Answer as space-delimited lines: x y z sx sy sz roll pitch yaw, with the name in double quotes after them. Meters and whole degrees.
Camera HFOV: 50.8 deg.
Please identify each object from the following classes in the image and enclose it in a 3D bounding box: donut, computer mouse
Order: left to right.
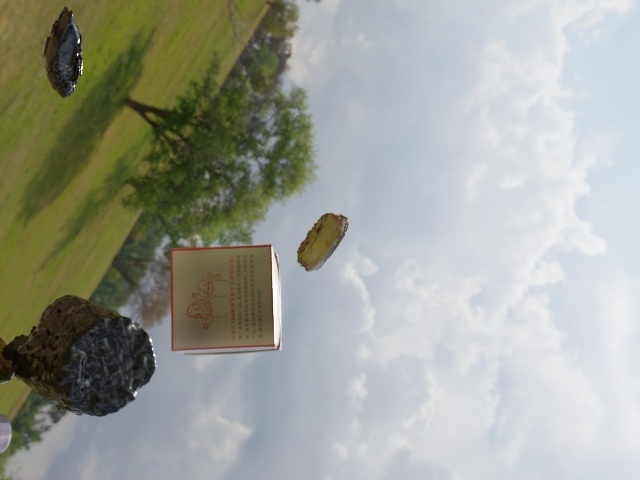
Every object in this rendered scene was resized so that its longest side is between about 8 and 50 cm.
-0.685 -0.494 1.777 0.146 0.077 0.242 32 -62 43 "computer mouse"
0.000 0.000 1.707 0.175 0.068 0.175 -53 -168 16 "donut"

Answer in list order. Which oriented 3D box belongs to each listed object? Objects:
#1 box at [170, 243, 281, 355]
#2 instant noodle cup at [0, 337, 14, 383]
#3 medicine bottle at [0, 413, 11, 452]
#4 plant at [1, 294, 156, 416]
-0.277 0.182 2.024 0.300 0.312 0.315 102 -15 -80 "box"
-0.802 0.264 1.345 0.214 0.296 0.296 -49 -162 1 "instant noodle cup"
-0.630 0.313 1.072 0.095 0.260 0.095 -10 -107 34 "medicine bottle"
-0.507 0.236 1.393 0.312 0.215 0.213 3 -129 48 "plant"
